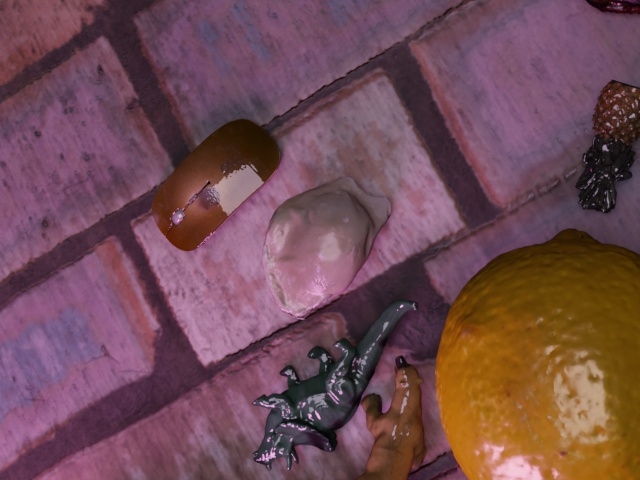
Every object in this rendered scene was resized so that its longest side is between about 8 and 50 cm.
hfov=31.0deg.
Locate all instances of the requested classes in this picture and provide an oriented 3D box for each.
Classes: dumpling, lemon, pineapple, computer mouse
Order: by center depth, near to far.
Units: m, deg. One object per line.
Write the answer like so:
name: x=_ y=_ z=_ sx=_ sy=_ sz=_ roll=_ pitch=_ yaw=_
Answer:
lemon: x=0.281 y=0.163 z=1.292 sx=0.336 sy=0.336 sz=0.336 roll=-1 pitch=88 yaw=14
pineapple: x=0.353 y=-0.112 z=1.403 sx=0.074 sy=0.074 sz=0.159 roll=19 pitch=101 yaw=14
dumpling: x=0.000 y=0.000 z=1.468 sx=0.136 sy=0.118 sz=0.199 roll=43 pitch=77 yaw=10
computer mouse: x=-0.142 y=-0.074 z=1.538 sx=0.199 sy=0.045 sz=0.102 roll=-42 pitch=76 yaw=9

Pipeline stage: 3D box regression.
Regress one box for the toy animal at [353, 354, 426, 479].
toy animal: x=0.087 y=0.259 z=1.422 sx=0.103 sy=0.101 sz=0.218 roll=18 pitch=66 yaw=3

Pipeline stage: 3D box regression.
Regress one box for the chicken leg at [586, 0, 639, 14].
chicken leg: x=0.424 y=-0.328 z=1.401 sx=0.253 sy=0.051 sz=0.106 roll=-8 pitch=81 yaw=11

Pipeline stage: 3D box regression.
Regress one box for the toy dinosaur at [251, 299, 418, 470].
toy dinosaur: x=0.006 y=0.172 z=1.476 sx=0.120 sy=0.079 sz=0.292 roll=31 pitch=98 yaw=8
